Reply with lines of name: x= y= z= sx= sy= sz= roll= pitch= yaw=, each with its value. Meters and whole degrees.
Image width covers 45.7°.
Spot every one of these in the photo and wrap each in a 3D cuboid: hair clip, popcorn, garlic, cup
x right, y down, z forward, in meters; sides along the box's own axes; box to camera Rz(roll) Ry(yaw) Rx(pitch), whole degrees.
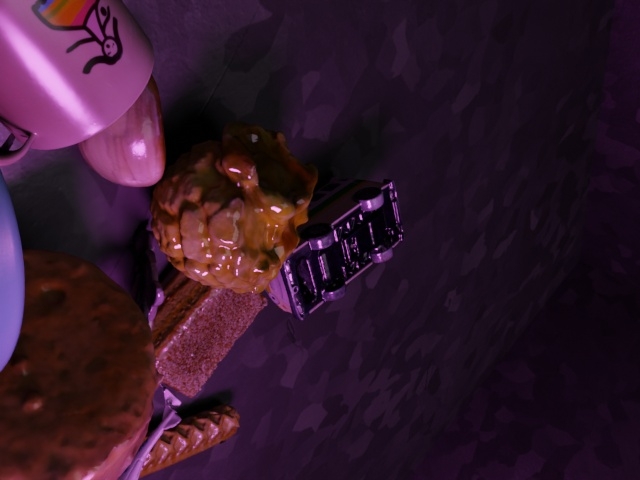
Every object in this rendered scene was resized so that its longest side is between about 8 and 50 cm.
hair clip: x=-0.272 y=0.091 z=1.153 sx=0.056 sy=0.187 sz=0.146 roll=12 pitch=123 yaw=-14
popcorn: x=-0.131 y=-0.052 z=1.163 sx=0.258 sy=0.224 sz=0.270 roll=-55 pitch=163 yaw=-10
garlic: x=-0.270 y=-0.136 z=1.030 sx=0.115 sy=0.128 sz=0.207 roll=-16 pitch=139 yaw=-18
cup: x=-0.321 y=-0.206 z=0.792 sx=0.253 sy=0.191 sz=0.200 roll=-67 pitch=150 yaw=-24

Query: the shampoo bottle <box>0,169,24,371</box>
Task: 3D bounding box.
shampoo bottle: x=-0.481 y=0.023 z=0.632 sx=0.342 sy=0.331 sz=0.331 roll=-19 pitch=130 yaw=-48

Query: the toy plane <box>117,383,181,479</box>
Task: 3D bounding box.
toy plane: x=-0.311 y=0.383 z=1.244 sx=0.273 sy=0.107 sz=0.182 roll=-39 pitch=143 yaw=-28

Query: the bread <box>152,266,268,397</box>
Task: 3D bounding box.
bread: x=-0.217 y=0.135 z=1.311 sx=0.234 sy=0.110 sz=0.184 roll=-51 pitch=150 yaw=-11

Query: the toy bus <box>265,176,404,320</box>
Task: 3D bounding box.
toy bus: x=0.000 y=0.000 z=1.437 sx=0.305 sy=0.179 sz=0.143 roll=-37 pitch=127 yaw=-34

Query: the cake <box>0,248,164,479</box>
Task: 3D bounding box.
cake: x=-0.380 y=0.213 z=0.989 sx=0.332 sy=0.332 sz=0.321 roll=-37 pitch=167 yaw=-32

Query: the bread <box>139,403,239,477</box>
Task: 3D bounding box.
bread: x=-0.293 y=0.386 z=1.433 sx=0.367 sy=0.084 sz=0.077 roll=-10 pitch=83 yaw=-52
